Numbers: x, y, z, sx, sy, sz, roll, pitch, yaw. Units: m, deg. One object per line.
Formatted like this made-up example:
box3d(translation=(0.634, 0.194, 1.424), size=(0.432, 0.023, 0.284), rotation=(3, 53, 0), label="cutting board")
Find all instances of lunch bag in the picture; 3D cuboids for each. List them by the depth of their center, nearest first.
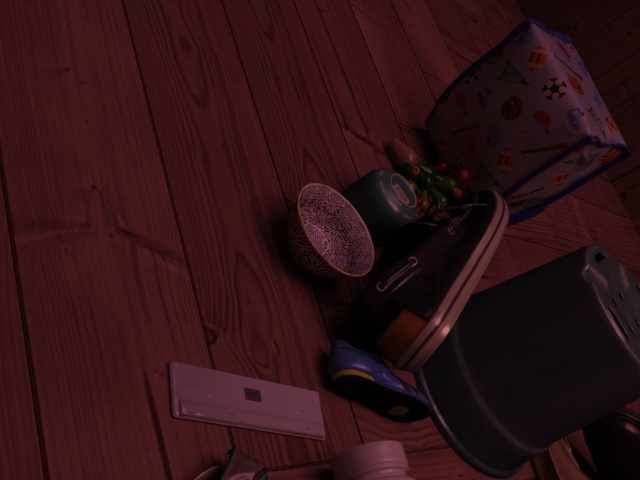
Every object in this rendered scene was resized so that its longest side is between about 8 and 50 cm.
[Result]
box3d(translation=(0.429, -0.232, 1.717), size=(0.239, 0.385, 0.327), rotation=(8, 55, -44), label="lunch bag")

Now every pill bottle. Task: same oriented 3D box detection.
box3d(translation=(0.082, 0.370, 0.974), size=(0.119, 0.119, 0.208), rotation=(18, 47, -44), label="pill bottle")

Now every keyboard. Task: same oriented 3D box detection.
box3d(translation=(-0.088, 0.210, 0.998), size=(0.256, 0.014, 0.072), rotation=(22, 40, -42), label="keyboard")

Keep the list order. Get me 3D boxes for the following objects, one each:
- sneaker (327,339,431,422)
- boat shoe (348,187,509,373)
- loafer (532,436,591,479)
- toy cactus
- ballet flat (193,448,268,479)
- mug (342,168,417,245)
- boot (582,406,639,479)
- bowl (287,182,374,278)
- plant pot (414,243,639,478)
box3d(translation=(0.094, 0.212, 1.178), size=(0.209, 0.069, 0.082), rotation=(32, 35, -32), label="sneaker")
box3d(translation=(0.195, 0.026, 1.319), size=(0.156, 0.186, 0.500), rotation=(35, 40, 6), label="boat shoe")
box3d(translation=(0.469, 0.459, 1.421), size=(0.102, 0.092, 0.268), rotation=(23, 45, -41), label="loafer")
box3d(translation=(0.211, -0.147, 1.640), size=(0.180, 0.112, 0.219), rotation=(52, 40, 12), label="toy cactus")
box3d(translation=(-0.130, 0.300, 0.824), size=(0.068, 0.072, 0.213), rotation=(30, 30, 11), label="ballet flat")
box3d(translation=(0.129, -0.063, 1.441), size=(0.158, 0.097, 0.129), rotation=(28, 41, -35), label="mug")
box3d(translation=(0.583, 0.571, 1.408), size=(0.367, 0.146, 0.445), rotation=(56, 34, -13), label="boot")
box3d(translation=(0.000, 0.000, 1.234), size=(0.170, 0.080, 0.170), rotation=(34, 38, -31), label="bowl")
box3d(translation=(0.391, 0.191, 1.339), size=(0.341, 0.334, 0.341), rotation=(34, 37, -31), label="plant pot")
